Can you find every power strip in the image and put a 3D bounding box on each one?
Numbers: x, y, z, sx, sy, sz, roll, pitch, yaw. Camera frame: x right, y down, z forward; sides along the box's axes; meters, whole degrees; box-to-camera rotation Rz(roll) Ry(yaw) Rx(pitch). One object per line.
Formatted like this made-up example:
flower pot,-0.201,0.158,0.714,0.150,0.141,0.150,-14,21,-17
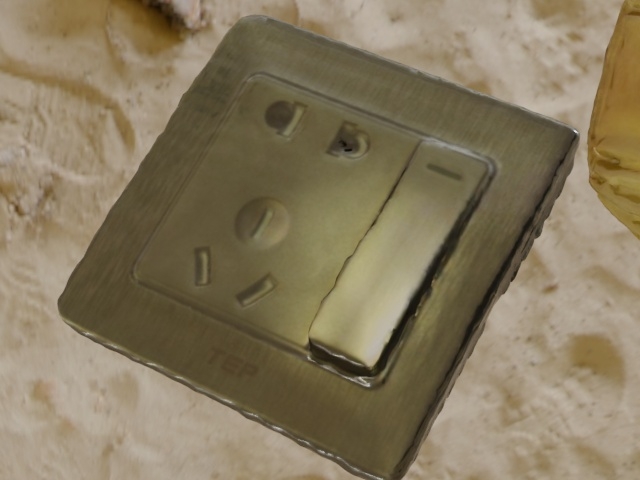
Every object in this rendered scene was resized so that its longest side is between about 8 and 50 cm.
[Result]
power strip,0.002,0.001,0.851,0.251,0.092,0.257,22,70,26

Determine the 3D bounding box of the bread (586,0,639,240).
bread,0.250,-0.041,0.641,0.288,0.119,0.152,12,94,-44
